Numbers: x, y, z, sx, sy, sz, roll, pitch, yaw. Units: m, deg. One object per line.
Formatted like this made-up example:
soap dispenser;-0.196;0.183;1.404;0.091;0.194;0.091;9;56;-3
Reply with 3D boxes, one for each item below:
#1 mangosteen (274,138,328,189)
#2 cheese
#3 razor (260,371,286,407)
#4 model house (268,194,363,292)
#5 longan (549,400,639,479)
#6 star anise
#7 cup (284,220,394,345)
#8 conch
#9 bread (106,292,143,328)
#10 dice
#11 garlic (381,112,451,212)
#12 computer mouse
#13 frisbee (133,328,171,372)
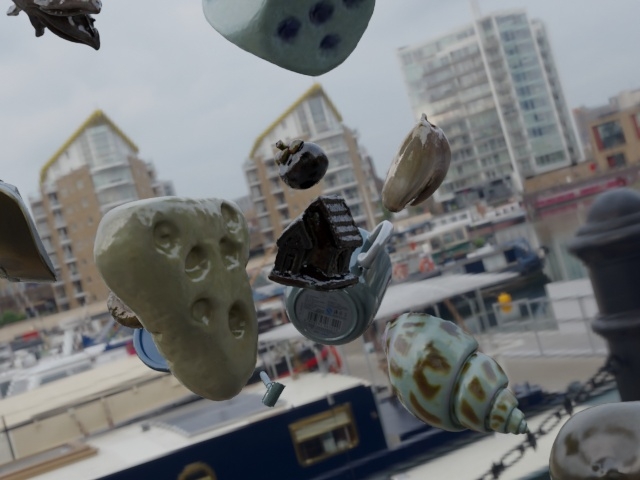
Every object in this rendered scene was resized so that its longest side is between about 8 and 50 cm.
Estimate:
mangosteen;-0.057;-0.204;2.225;0.137;0.151;0.137;-45;14;14
cheese;-0.233;0.088;1.395;0.129;0.351;0.328;-7;-10;27
razor;-0.132;0.365;2.190;0.040;0.068;0.135;29;5;-21
model house;-0.004;0.001;1.425;0.106;0.152;0.165;20;14;28
longan;0.708;0.523;1.955;0.361;0.361;0.361;-16;-1;0
star anise;-0.489;-0.451;1.540;0.198;0.257;0.110;-37;21;51
cup;0.074;0.097;2.305;0.356;0.259;0.274;-49;6;30
conch;0.298;0.315;1.940;0.368;0.249;0.197;11;35;13
bread;-0.351;0.124;1.610;0.082;0.113;0.060;-36;-28;-13
dice;-0.067;-0.512;1.774;0.265;0.268;0.262;9;-62;-43
garlic;0.224;-0.161;1.946;0.110;0.228;0.217;29;40;20
computer mouse;-0.360;0.001;0.970;0.102;0.045;0.199;7;-34;2
frisbee;-0.334;0.222;2.182;0.289;0.289;0.049;-11;-45;12
